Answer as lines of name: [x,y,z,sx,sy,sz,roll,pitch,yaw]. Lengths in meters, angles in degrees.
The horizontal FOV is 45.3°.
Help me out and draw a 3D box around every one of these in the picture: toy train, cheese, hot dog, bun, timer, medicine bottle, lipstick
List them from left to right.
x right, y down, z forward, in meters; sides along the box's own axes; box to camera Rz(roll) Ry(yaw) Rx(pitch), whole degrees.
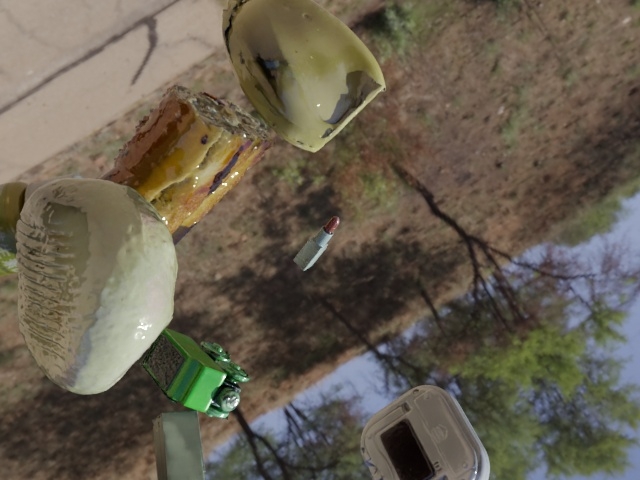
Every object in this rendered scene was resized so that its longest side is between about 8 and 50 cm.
medicine bottle: [-0.761,-0.032,1.896,0.385,0.224,0.224,-15,-177,1]
bun: [-0.343,0.063,1.206,0.213,0.360,0.361,-5,164,-38]
hot dog: [-0.288,-0.116,1.463,0.365,0.196,0.367,-49,176,10]
toy train: [-0.282,0.300,1.738,0.243,0.188,0.132,30,-89,52]
cheese: [-0.047,-0.330,1.401,0.259,0.316,0.128,-50,-167,-33]
lipstick: [0.000,0.000,1.366,0.030,0.030,0.129,-30,163,-53]
timer: [0.208,0.443,1.585,0.237,0.262,0.087,-36,141,11]

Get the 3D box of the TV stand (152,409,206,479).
TV stand: [-0.298,0.507,1.645,0.088,0.269,0.083,2,155,-28]
